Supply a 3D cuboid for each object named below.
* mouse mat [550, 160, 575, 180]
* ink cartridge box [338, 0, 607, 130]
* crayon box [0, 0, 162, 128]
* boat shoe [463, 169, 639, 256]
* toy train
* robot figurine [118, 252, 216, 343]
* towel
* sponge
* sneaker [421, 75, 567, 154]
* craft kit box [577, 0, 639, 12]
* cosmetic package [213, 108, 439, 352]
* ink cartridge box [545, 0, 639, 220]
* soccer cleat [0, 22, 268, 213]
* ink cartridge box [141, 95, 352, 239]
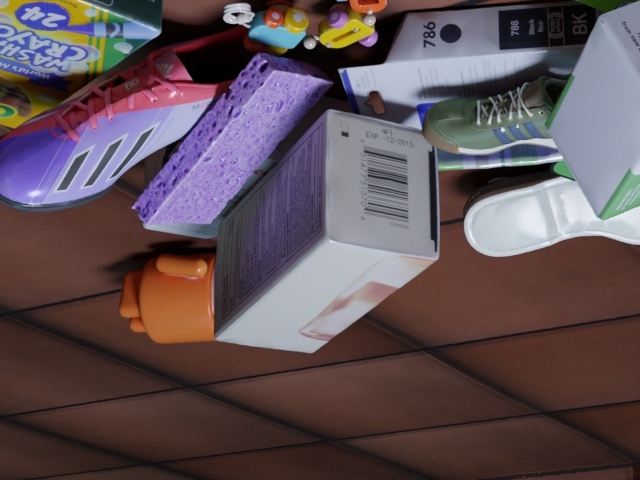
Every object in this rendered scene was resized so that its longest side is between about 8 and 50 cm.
[{"bbox_3d":[0.368,-0.110,1.622,0.153,0.007,0.189,17,139,-21],"label":"mouse mat"},{"bbox_3d":[0.192,-0.174,1.465,0.333,0.065,0.165,-4,159,8],"label":"ink cartridge box"},{"bbox_3d":[-0.320,-0.203,1.385,0.203,0.083,0.323,17,154,-35],"label":"crayon box"},{"bbox_3d":[0.332,-0.055,1.766,0.320,0.116,0.099,-10,-159,9],"label":"boat shoe"},{"bbox_3d":[-0.004,-0.226,1.369,0.166,0.046,0.125,-7,156,12],"label":"toy train"},{"bbox_3d":[-0.173,0.081,2.050,0.220,0.158,0.128,-4,-162,14],"label":"robot figurine"},{"bbox_3d":[0.194,-0.118,1.544,0.152,0.113,0.023,-5,128,4],"label":"towel"},{"bbox_3d":[-0.088,-0.097,1.450,0.210,0.031,0.117,-48,159,20],"label":"sponge"},{"bbox_3d":[0.200,-0.131,1.416,0.192,0.064,0.086,2,151,-4],"label":"sneaker"},{"bbox_3d":[0.250,-0.284,1.162,0.250,0.061,0.247,14,148,-31],"label":"craft kit box"},{"bbox_3d":[0.000,0.000,1.531,0.129,0.153,0.296,11,155,-23],"label":"cosmetic package"},{"bbox_3d":[0.366,-0.150,1.293,0.278,0.117,0.201,-22,160,-14],"label":"ink cartridge box"},{"bbox_3d":[-0.184,-0.128,1.401,0.318,0.108,0.116,-26,159,-32],"label":"soccer cleat"},{"bbox_3d":[-0.086,-0.085,1.651,0.172,0.100,0.237,9,156,-22],"label":"ink cartridge box"}]
